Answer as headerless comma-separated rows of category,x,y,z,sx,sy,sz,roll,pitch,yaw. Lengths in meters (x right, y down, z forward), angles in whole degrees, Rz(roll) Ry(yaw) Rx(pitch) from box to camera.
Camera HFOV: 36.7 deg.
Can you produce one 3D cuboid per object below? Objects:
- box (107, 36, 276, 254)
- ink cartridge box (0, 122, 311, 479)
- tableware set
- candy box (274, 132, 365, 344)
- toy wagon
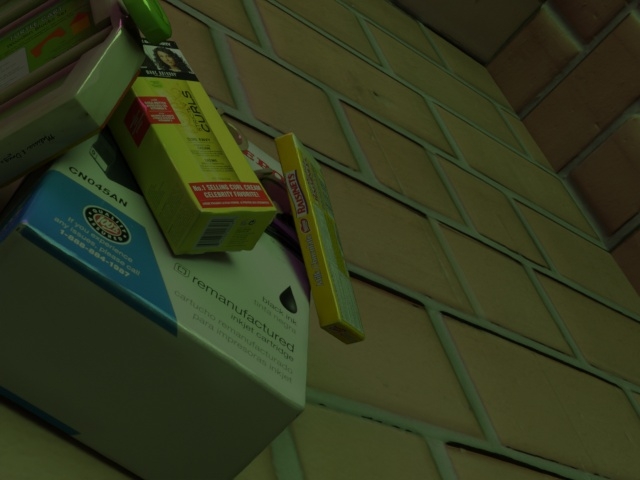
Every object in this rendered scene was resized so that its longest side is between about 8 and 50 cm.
box,-0.133,-0.091,0.880,0.087,0.058,0.232,-2,49,-40
ink cartridge box,-0.163,0.014,0.956,0.285,0.166,0.395,36,25,-18
tableware set,-0.085,-0.074,0.990,0.168,0.020,0.141,43,23,-1
candy box,0.000,0.000,0.995,0.105,0.027,0.206,39,34,-66
toy wagon,-0.278,-0.195,0.892,0.068,0.267,0.344,55,9,-46
